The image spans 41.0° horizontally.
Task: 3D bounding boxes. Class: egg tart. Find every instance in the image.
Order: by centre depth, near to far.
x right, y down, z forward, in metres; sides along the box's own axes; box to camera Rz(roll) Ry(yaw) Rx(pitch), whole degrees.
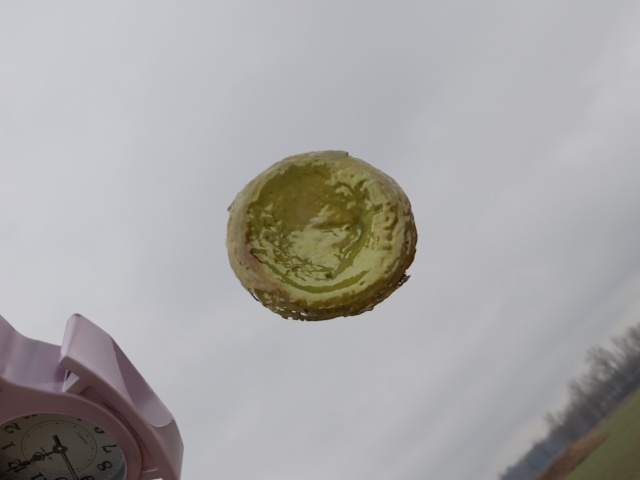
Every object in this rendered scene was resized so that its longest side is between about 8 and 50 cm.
[{"bbox_3d":[0.000,0.000,1.376,0.315,0.315,0.120,-37,-22,-16],"label":"egg tart"}]

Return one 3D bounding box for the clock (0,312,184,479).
[{"bbox_3d":[-0.326,0.196,0.918,0.276,0.080,0.290,-22,-60,7],"label":"clock"}]
